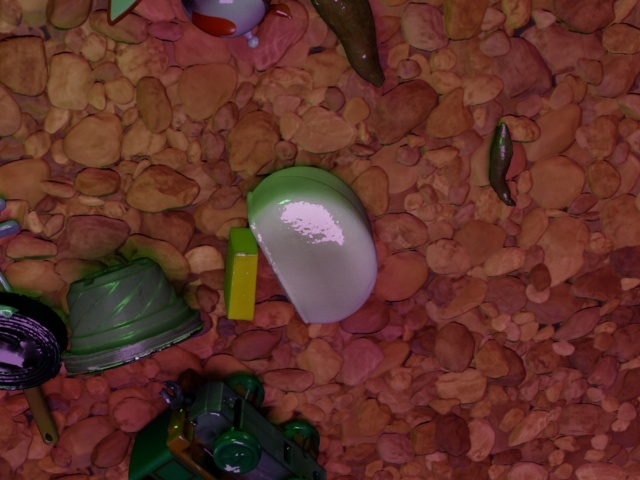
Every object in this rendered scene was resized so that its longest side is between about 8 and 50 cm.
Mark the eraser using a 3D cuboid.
[{"bbox_3d":[-0.127,0.053,1.626,0.045,0.097,0.122,3,115,-10],"label":"eraser"}]

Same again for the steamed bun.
[{"bbox_3d":[0.000,0.000,1.590,0.164,0.146,0.242,-22,119,8],"label":"steamed bun"}]

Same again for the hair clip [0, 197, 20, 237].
[{"bbox_3d":[-0.597,0.026,1.539,0.278,0.090,0.137,-19,127,1],"label":"hair clip"}]

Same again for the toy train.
[{"bbox_3d":[-0.155,0.401,1.761,0.249,0.178,0.429,-35,117,20],"label":"toy train"}]

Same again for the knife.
[{"bbox_3d":[-0.487,0.197,1.678,0.061,0.027,0.343,-13,115,3],"label":"knife"}]

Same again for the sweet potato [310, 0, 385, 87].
[{"bbox_3d":[0.035,-0.331,1.475,0.077,0.077,0.244,-28,126,5],"label":"sweet potato"}]

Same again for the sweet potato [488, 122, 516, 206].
[{"bbox_3d":[0.294,-0.120,1.641,0.041,0.038,0.153,0,121,16],"label":"sweet potato"}]

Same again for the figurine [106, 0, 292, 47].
[{"bbox_3d":[-0.144,-0.349,1.380,0.226,0.160,0.183,20,148,-37],"label":"figurine"}]

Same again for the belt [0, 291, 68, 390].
[{"bbox_3d":[-0.504,0.158,1.601,0.198,0.078,0.151,9,115,-8],"label":"belt"}]

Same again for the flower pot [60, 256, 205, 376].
[{"bbox_3d":[-0.308,0.110,1.579,0.235,0.235,0.141,-19,95,1],"label":"flower pot"}]
